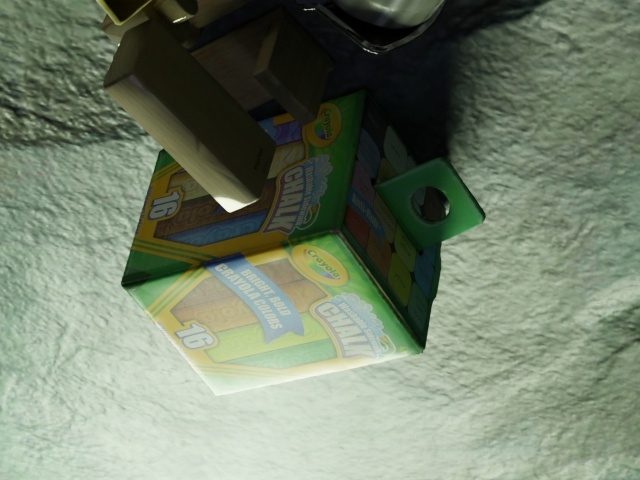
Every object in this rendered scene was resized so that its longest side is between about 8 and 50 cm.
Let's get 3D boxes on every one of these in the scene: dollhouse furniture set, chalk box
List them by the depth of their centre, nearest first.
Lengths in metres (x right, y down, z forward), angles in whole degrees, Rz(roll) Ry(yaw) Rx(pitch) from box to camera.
[{"bbox_3d":[-0.094,-0.085,1.173,0.123,0.151,0.144,-23,126,34],"label":"dollhouse furniture set"},{"bbox_3d":[0.000,0.000,1.255,0.213,0.132,0.132,-14,132,27],"label":"chalk box"}]

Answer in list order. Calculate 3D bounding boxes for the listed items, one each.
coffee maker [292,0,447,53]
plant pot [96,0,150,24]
[{"bbox_3d":[0.029,-0.210,1.014,0.171,0.120,0.178,22,144,-13],"label":"coffee maker"},{"bbox_3d":[-0.113,-0.184,1.062,0.081,0.081,0.083,-38,85,-1],"label":"plant pot"}]
